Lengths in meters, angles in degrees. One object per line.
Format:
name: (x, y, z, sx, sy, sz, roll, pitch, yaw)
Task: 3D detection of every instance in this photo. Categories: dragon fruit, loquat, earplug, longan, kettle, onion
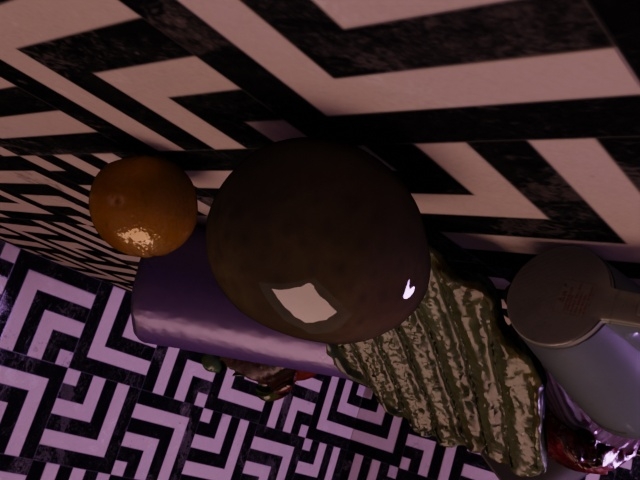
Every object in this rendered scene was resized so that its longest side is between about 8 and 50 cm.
dragon fruit: (-0.098, 0.168, 1.444, 0.295, 0.268, 0.130, -23, -175, 28)
loquat: (-0.221, -0.043, 0.957, 0.141, 0.141, 0.141, 17, 167, 4)
earplug: (-0.063, 0.113, 1.252, 0.455, 0.215, 0.215, 12, 166, 10)
longan: (0.000, 0.000, 0.717, 0.220, 0.197, 0.196, 24, 168, 7)
kettle: (0.331, 0.114, 0.827, 0.210, 0.160, 0.243, 17, 166, 48)
onion: (0.326, 0.229, 1.038, 0.227, 0.120, 0.283, 34, -151, 0)

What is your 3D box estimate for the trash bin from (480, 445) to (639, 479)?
trash bin: (0.430, 0.363, 1.416, 0.219, 0.250, 0.220, 53, -177, 26)

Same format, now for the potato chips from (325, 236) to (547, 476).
potato chips: (0.124, 0.141, 0.989, 0.358, 0.070, 0.429, 9, 134, 43)
